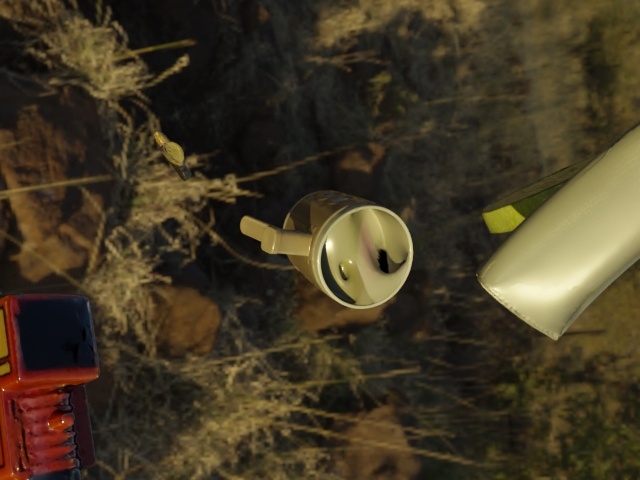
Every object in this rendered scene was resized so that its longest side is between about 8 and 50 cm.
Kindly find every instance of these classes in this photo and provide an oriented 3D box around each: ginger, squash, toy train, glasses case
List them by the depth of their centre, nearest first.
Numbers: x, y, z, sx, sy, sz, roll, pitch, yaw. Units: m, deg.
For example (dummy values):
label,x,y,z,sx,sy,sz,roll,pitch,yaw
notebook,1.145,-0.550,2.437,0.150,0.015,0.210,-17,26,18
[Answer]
label,x,y,z,sx,sy,sz,roll,pitch,yaw
glasses case,0.329,-0.024,1.082,0.128,0.308,0.083,48,12,2
toy train,-0.371,0.202,1.152,0.163,0.232,0.368,3,69,-47
squash,0.367,-0.080,1.446,0.048,0.252,0.252,65,22,-4
ginger,-0.234,-0.137,1.521,0.097,0.030,0.048,59,-4,-25

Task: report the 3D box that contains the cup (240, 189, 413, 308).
label,x,y,z,sx,sy,sz,roll,pitch,yaw
cup,0.003,0.007,0.697,0.099,0.102,0.074,-150,-136,-69
